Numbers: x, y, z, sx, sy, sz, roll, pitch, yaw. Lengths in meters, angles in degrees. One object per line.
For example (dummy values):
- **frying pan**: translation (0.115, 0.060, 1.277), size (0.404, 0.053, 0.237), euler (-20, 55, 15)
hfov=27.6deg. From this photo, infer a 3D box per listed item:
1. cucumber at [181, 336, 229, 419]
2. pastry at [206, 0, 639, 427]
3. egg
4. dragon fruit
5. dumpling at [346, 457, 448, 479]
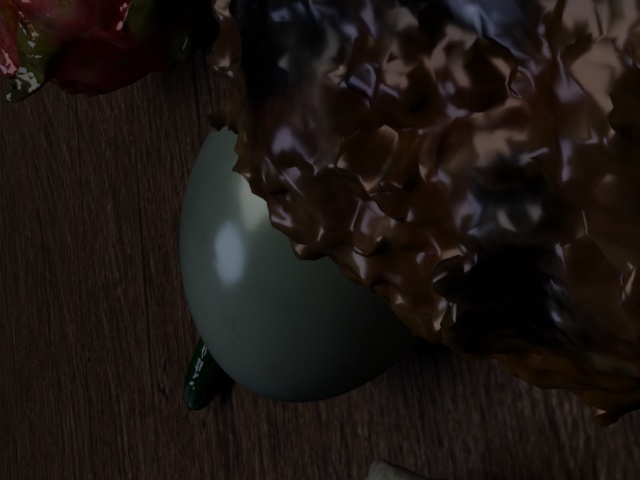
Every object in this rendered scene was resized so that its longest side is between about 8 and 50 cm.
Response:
- **cucumber**: translation (-0.093, 0.094, 1.169), size (0.039, 0.039, 0.168), euler (49, 128, 55)
- **pastry**: translation (0.125, -0.116, 0.486), size (0.337, 0.292, 0.405), euler (54, 125, 37)
- **egg**: translation (0.000, 0.000, 0.832), size (0.264, 0.183, 0.183), euler (111, 149, -43)
- **dragon fruit**: translation (-0.228, -0.258, 1.277), size (0.302, 0.231, 0.237), euler (132, 123, -66)
- **dumpling**: translation (0.060, 0.207, 0.745), size (0.250, 0.132, 0.162), euler (14, 103, 63)
